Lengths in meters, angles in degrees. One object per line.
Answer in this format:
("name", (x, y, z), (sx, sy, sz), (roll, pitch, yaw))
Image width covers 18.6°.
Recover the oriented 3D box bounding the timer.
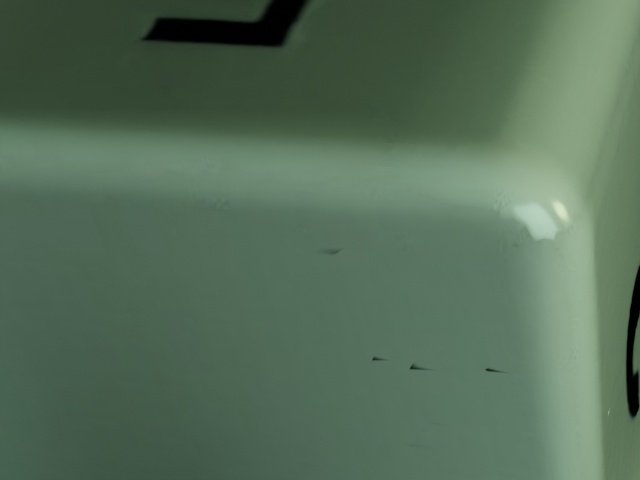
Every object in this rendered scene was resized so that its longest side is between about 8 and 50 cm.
("timer", (0.000, 0.000, 0.559), (0.194, 0.195, 0.192), (5, 128, 18))
